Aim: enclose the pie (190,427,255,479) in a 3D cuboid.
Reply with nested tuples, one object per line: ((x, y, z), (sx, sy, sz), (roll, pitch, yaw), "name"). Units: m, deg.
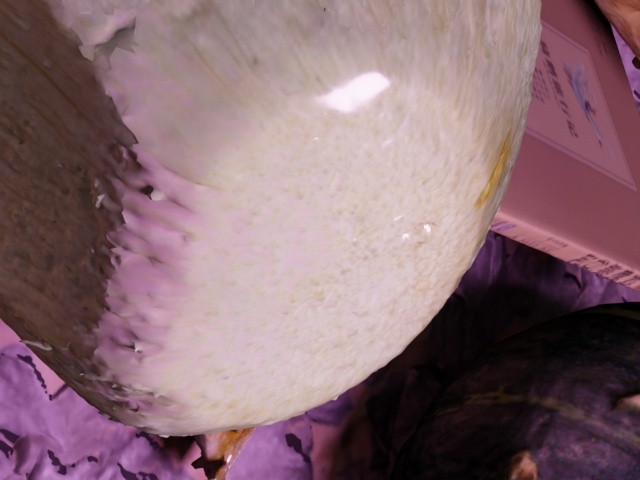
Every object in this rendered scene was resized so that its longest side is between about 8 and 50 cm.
((0.000, 0.000, 1.006), (0.128, 0.068, 0.282), (99, 17, -60), "pie")

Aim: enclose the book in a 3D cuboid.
((0.117, -0.085, 1.054), (0.310, 0.021, 0.217), (20, 50, -56), "book")

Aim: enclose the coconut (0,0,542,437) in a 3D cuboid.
((-0.061, -0.090, 0.824), (0.281, 0.328, 0.328), (-28, 115, -7), "coconut")

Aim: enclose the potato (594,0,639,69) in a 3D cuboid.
((0.215, -0.228, 1.120), (0.242, 0.242, 0.285), (35, 52, -40), "potato")

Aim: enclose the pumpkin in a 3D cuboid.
((0.179, 0.193, 1.089), (0.323, 0.241, 0.323), (0, 91, -45), "pumpkin")
